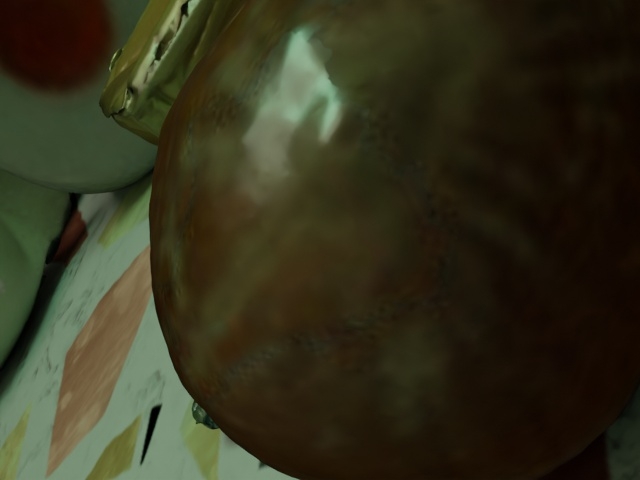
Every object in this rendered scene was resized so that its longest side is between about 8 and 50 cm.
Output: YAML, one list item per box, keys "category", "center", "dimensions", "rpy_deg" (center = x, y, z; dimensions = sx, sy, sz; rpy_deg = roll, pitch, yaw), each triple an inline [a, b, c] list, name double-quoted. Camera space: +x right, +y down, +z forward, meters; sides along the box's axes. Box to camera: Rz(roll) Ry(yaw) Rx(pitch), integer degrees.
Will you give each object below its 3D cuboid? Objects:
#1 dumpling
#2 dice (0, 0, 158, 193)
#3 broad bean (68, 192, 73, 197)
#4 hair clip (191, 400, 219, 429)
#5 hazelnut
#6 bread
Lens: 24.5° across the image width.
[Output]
- category: "dumpling"
  center: [-0.339, 0.025, 1.165]
  dimensions: [0.175, 0.227, 0.243]
  rpy_deg: [7, 67, 58]
- category: "dice"
  center: [-0.201, -0.208, 1.115]
  dimensions: [0.243, 0.259, 0.251]
  rpy_deg: [-50, 24, 19]
- category: "broad bean"
  center: [-0.252, -0.066, 1.294]
  dimensions: [0.124, 0.082, 0.174]
  rpy_deg: [-48, 36, 28]
- category: "hair clip"
  center: [0.002, 0.001, 0.722]
  dimensions: [0.229, 0.036, 0.066]
  rpy_deg: [-59, 17, 19]
- category: "hazelnut"
  center: [0.031, -0.019, 0.475]
  dimensions: [0.214, 0.176, 0.214]
  rpy_deg: [8, -90, -73]
- category: "bread"
  center: [-0.034, -0.156, 0.892]
  dimensions: [0.241, 0.107, 0.136]
  rpy_deg: [-59, 20, 3]
